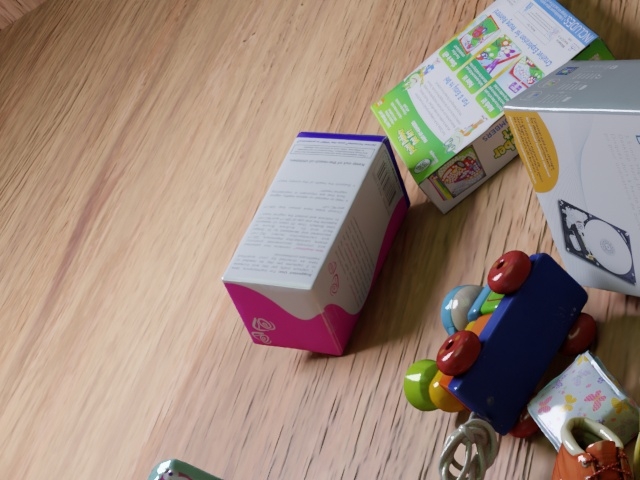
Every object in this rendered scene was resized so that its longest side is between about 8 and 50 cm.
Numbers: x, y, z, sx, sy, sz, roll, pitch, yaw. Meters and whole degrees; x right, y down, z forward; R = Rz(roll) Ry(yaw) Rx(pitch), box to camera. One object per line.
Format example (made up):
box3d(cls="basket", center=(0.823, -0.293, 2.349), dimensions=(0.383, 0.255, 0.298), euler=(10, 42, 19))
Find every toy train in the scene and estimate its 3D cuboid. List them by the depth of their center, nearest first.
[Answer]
box3d(cls="toy train", center=(0.117, 0.128, 1.223), dimensions=(0.248, 0.105, 0.143), euler=(-55, 18, -22))

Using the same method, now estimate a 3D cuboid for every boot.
box3d(cls="boot", center=(0.201, 0.188, 1.004), dimensions=(0.059, 0.084, 0.158), euler=(-4, 24, -13))

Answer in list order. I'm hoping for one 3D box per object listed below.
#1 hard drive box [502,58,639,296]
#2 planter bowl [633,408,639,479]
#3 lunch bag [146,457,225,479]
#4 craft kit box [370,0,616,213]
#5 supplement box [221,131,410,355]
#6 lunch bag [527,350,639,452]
box3d(cls="hard drive box", center=(0.275, -0.048, 1.141), dimensions=(0.089, 0.181, 0.232), euler=(-33, 20, -24))
box3d(cls="planter bowl", center=(0.290, 0.119, 0.990), dimensions=(0.217, 0.090, 0.217), euler=(-34, 27, 20))
box3d(cls="lunch bag", center=(-0.065, 0.309, 1.012), dimensions=(0.160, 0.262, 0.223), euler=(-19, 34, 41))
box3d(cls="craft kit box", center=(0.188, -0.170, 1.614), dimensions=(0.246, 0.061, 0.250), euler=(-37, 26, 8))
box3d(cls="supplement box", center=(0.000, 0.000, 1.521), dimensions=(0.114, 0.111, 0.220), euler=(5, 49, 26))
box3d(cls="lunch bag", center=(0.208, 0.133, 1.129), dimensions=(0.071, 0.053, 0.083), euler=(-43, 35, 6))
